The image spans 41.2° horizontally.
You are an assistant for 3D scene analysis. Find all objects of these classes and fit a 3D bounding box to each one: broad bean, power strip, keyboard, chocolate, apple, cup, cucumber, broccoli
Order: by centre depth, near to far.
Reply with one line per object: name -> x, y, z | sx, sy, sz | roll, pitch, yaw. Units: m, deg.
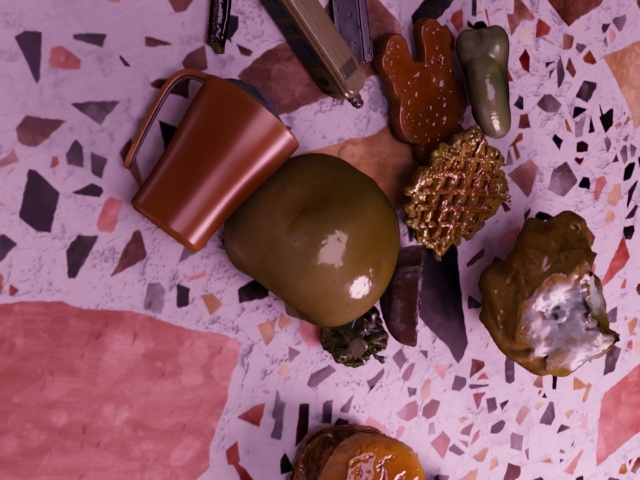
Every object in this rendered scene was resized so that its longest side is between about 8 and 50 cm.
cup -> -0.185, -0.134, 1.335 | 0.226, 0.182, 0.264 | 37, 84, 0
cucumber -> -0.160, -0.369, 1.370 | 0.034, 0.033, 0.134 | -9, 108, -72
power strip -> -0.035, -0.368, 1.419 | 0.066, 0.092, 0.387 | -48, 121, -16
apple -> 0.007, 0.001, 1.434 | 0.258, 0.233, 0.295 | -51, 123, -10
keyboard -> 0.048, -0.428, 1.507 | 0.072, 0.023, 0.231 | -14, 107, -24
chocolate -> 0.147, 0.095, 1.574 | 0.080, 0.254, 0.157 | 6, 104, 6
broccoli -> 0.062, 0.176, 1.577 | 0.130, 0.120, 0.131 | 5, 102, -3
broad bean -> 0.321, -0.310, 1.649 | 0.169, 0.100, 0.228 | -4, 90, -72

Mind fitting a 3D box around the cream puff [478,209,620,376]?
cream puff -> 0.459, 0.110, 1.788 | 0.274, 0.270, 0.323 | -17, 111, 6

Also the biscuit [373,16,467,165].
biscuit -> 0.200, -0.269, 1.627 | 0.186, 0.044, 0.295 | -27, 115, -24

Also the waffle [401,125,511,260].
waffle -> 0.267, -0.092, 1.672 | 0.245, 0.052, 0.254 | -43, 134, -7

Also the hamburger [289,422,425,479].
hamburger -> 0.071, 0.466, 1.612 | 0.244, 0.163, 0.244 | -8, 105, -31
